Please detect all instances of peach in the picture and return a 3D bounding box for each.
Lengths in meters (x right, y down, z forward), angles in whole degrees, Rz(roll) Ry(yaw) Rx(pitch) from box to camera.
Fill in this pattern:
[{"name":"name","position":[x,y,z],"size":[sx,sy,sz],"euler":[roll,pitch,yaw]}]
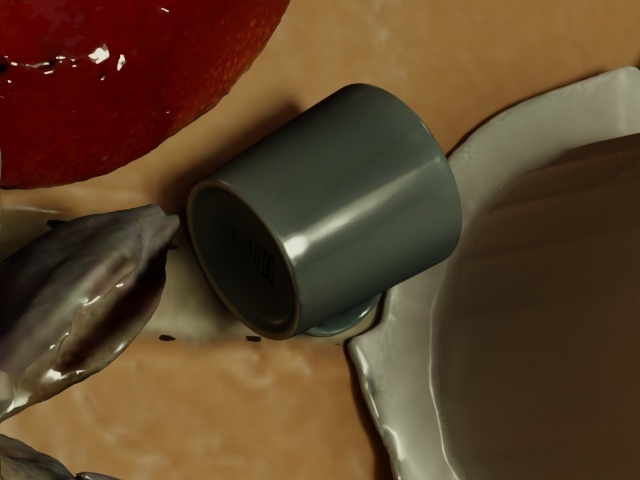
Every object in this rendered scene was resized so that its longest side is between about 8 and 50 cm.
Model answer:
[{"name":"peach","position":[-0.080,-0.119,0.700],"size":[0.279,0.068,0.189],"euler":[-24,104,-35]}]

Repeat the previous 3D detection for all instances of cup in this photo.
[{"name":"cup","position":[0.000,0.000,0.756],"size":[0.077,0.078,0.100],"euler":[-31,137,-28]}]

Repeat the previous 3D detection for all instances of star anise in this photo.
[{"name":"star anise","position":[-0.134,0.053,0.637],"size":[0.229,0.093,0.236],"euler":[-31,109,-26]}]

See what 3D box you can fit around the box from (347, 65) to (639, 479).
[{"name":"box","position":[0.192,0.026,0.784],"size":[0.262,0.206,0.291],"euler":[33,70,-20]}]
